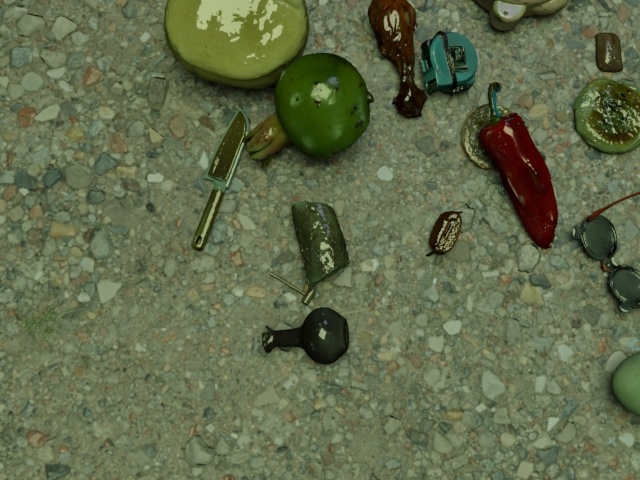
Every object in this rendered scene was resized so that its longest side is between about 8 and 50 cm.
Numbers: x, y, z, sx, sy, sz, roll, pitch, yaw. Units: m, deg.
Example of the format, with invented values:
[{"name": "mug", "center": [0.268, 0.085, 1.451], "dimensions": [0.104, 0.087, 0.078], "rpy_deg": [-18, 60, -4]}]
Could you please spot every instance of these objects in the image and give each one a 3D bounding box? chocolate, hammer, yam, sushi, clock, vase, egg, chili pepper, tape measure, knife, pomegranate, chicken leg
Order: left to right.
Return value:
[{"name": "knife", "center": [-0.228, -0.142, 1.892], "dimensions": [0.061, 0.027, 0.343], "rpy_deg": [19, 78, 6]}, {"name": "hammer", "center": [-0.064, 0.099, 1.851], "dimensions": [0.110, 0.019, 0.035], "rpy_deg": [31, 78, 7]}, {"name": "vase", "center": [-0.034, 0.203, 1.788], "dimensions": [0.182, 0.120, 0.120], "rpy_deg": [-4, 78, 11]}, {"name": "pomegranate", "center": [-0.034, -0.273, 1.840], "dimensions": [0.301, 0.236, 0.236], "rpy_deg": [-22, 79, 14]}, {"name": "yam", "center": [0.000, 0.000, 1.835], "dimensions": [0.107, 0.107, 0.183], "rpy_deg": [-15, 77, -5]}, {"name": "chicken leg", "center": [0.188, -0.429, 1.946], "dimensions": [0.113, 0.093, 0.305], "rpy_deg": [-12, 83, -18]}, {"name": "sushi", "center": [0.273, -0.015, 1.872], "dimensions": [0.052, 0.055, 0.120], "rpy_deg": [19, 88, -9]}, {"name": "tape measure", "center": [0.294, -0.406, 1.936], "dimensions": [0.125, 0.081, 0.146], "rpy_deg": [-10, 88, -23]}, {"name": "chili pepper", "center": [0.438, -0.163, 1.873], "dimensions": [0.110, 0.110, 0.388], "rpy_deg": [-26, 94, -8]}, {"name": "clock", "center": [0.484, -0.657, 1.993], "dimensions": [0.309, 0.114, 0.284], "rpy_deg": [-33, 82, -6]}, {"name": "chocolate", "center": [0.683, -0.447, 1.993], "dimensions": [0.064, 0.031, 0.101], "rpy_deg": [3, 76, -6]}, {"name": "egg", "center": [0.707, 0.299, 1.770], "dimensions": [0.192, 0.149, 0.149], "rpy_deg": [-5, 78, 3]}]

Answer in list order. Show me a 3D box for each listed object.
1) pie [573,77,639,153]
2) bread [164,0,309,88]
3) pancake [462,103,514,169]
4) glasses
[{"name": "pie", "center": [0.673, -0.289, 1.952], "dimensions": [0.186, 0.041, 0.187], "rpy_deg": [0, 77, -1]}, {"name": "bread", "center": [-0.182, -0.485, 1.871], "dimensions": [0.320, 0.237, 0.321], "rpy_deg": [0, 92, 3]}, {"name": "pancake", "center": [0.394, -0.236, 1.938], "dimensions": [0.158, 0.028, 0.158], "rpy_deg": [1, 79, -5]}, {"name": "glasses", "center": [0.682, 0.007, 1.780], "dimensions": [0.118, 0.268, 0.234], "rpy_deg": [-23, 77, -26]}]
